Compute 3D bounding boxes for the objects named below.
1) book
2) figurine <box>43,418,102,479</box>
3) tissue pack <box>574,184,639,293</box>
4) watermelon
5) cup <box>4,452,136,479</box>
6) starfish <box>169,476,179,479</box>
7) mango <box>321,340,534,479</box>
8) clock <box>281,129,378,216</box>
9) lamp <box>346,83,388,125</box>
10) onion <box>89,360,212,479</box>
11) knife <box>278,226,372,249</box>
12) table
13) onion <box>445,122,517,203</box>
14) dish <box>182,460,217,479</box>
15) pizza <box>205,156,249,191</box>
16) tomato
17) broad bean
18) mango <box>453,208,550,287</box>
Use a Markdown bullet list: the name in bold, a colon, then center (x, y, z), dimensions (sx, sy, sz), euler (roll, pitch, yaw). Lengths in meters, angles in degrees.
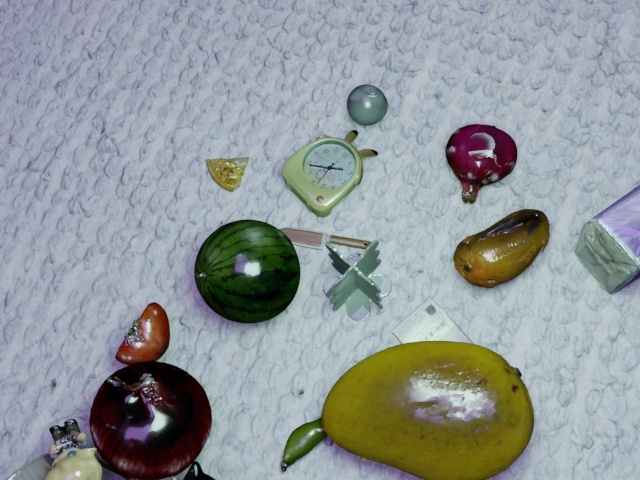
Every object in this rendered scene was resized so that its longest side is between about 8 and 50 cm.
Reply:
- **book**: center (0.268, 0.235, 1.648), dimensions (0.127, 0.014, 0.181), euler (-39, 72, -6)
- **figurine**: center (-0.519, 0.454, 1.482), dimensions (0.114, 0.108, 0.196), euler (-16, 43, -15)
- **tissue pack**: center (0.746, -0.049, 1.572), dimensions (0.338, 0.242, 0.160), euler (-33, 69, -6)
- **watermelon**: center (-0.167, 0.070, 1.633), dimensions (0.243, 0.242, 0.242), euler (-2, 72, 6)
- **cup**: center (-0.551, 0.608, 1.535), dimensions (0.273, 0.208, 0.288), euler (36, 37, 15)
- **starfish**: center (-0.357, 0.622, 1.529), dimensions (0.240, 0.043, 0.227), euler (-64, 30, 13)
- **mango**: center (0.221, 0.365, 1.509), dimensions (0.446, 0.220, 0.301), euler (-8, 84, 12)
- **clock**: center (0.032, -0.183, 1.784), dimensions (0.232, 0.069, 0.170), euler (-40, 72, -8)
- **lamp**: center (0.119, -0.345, 1.810), dimensions (0.105, 0.105, 0.105), euler (-2, 72, 6)
- **onion**: center (-0.365, 0.365, 1.536), dimensions (0.273, 0.285, 0.273), euler (6, 40, -5)
- **knife**: center (0.000, 0.000, 1.751), dimensions (0.256, 0.022, 0.046), euler (9, 77, 9)
- **table**: center (0.078, 0.082, 1.621), dimensions (0.167, 0.198, 0.166), euler (-2, 72, 6)
- **onion**: center (0.381, -0.190, 1.713), dimensions (0.173, 0.135, 0.198), euler (12, 75, 13)
- **dish**: center (-0.225, 0.630, 1.482), dimensions (0.303, 0.120, 0.302), euler (-31, 47, 41)
- **pizza**: center (-0.233, -0.190, 1.837), dimensions (0.109, 0.026, 0.123), euler (-39, 72, -9)
- **tomato**: center (-0.398, 0.229, 1.662), dimensions (0.091, 0.139, 0.159), euler (28, 79, 2)
- **broad bean**: center (-0.018, 0.430, 1.596), dimensions (0.070, 0.048, 0.213), euler (38, 77, 21)
- **mango**: center (0.422, 0.015, 1.640), dimensions (0.249, 0.151, 0.156), euler (-35, 31, -14)
